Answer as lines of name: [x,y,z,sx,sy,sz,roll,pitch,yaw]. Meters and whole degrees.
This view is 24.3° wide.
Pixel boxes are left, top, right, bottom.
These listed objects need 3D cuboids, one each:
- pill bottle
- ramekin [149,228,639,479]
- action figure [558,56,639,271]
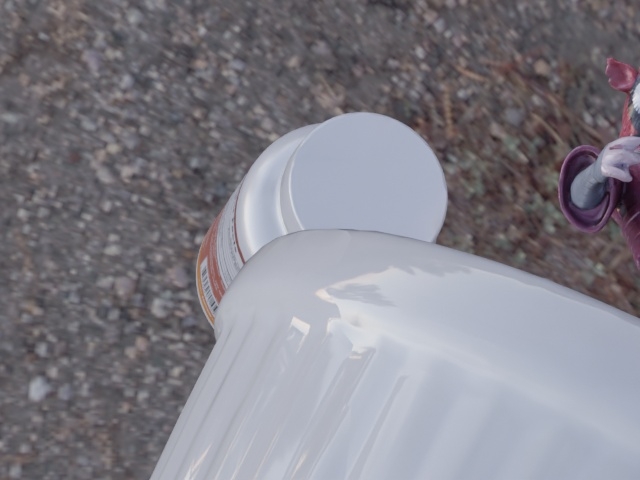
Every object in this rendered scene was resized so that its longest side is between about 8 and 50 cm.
pill bottle: [0.000,0.000,0.908,0.121,0.216,0.121,4,74,-15]
ramekin: [0.059,0.126,0.411,0.273,0.273,0.127,27,71,22]
action figure: [0.317,0.005,1.225,0.248,0.276,0.370,-5,55,-11]
